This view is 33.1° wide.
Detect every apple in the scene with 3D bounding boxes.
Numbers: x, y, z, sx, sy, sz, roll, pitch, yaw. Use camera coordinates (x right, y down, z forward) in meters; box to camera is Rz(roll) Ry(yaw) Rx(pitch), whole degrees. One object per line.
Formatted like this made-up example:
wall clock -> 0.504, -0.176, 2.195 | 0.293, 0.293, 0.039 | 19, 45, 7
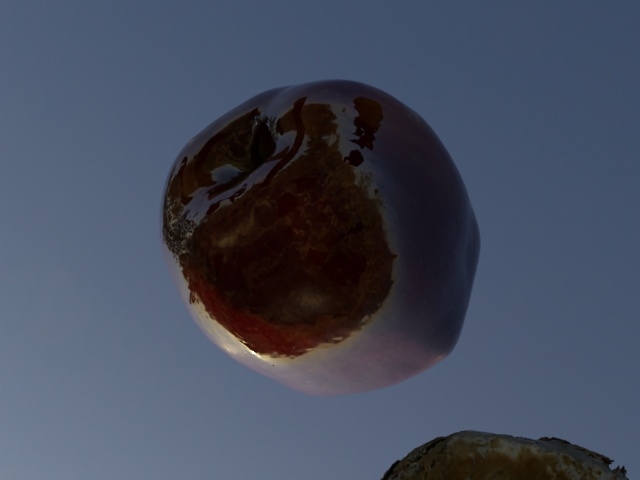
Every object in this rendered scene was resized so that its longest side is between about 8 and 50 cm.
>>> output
apple -> 0.000, 0.000, 1.009 | 0.288, 0.288, 0.317 | -6, -35, 35

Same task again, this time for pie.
pie -> 0.113, 0.198, 0.678 | 0.194, 0.079, 0.163 | 19, -96, -8
